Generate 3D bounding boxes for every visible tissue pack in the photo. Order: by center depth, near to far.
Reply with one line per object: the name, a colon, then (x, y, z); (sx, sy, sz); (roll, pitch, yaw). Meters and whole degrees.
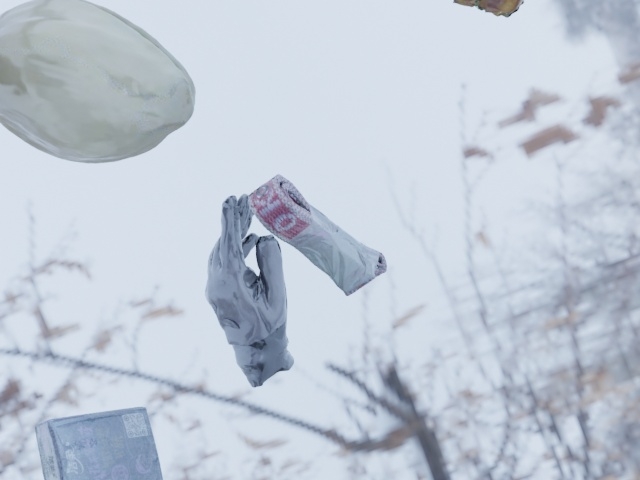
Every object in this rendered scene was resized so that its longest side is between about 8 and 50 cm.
tissue pack: (-0.294, 0.284, 2.069); (0.156, 0.051, 0.112); (-3, -108, -39)

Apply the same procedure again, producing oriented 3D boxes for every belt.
belt: (0.000, 0.000, 1.840); (0.232, 0.053, 0.071); (36, -155, -44)

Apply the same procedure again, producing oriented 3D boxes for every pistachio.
pistachio: (-0.336, -0.224, 2.222); (0.208, 0.332, 0.226); (28, -98, -82)

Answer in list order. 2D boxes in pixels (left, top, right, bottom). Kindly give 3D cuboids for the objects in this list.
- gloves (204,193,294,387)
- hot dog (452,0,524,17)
gloves: (-0.098, 0.072, 2.214); (0.119, 0.142, 0.285); (-22, -73, -47)
hot dog: (0.226, -0.381, 1.937); (0.269, 0.115, 0.072); (110, 171, -54)
